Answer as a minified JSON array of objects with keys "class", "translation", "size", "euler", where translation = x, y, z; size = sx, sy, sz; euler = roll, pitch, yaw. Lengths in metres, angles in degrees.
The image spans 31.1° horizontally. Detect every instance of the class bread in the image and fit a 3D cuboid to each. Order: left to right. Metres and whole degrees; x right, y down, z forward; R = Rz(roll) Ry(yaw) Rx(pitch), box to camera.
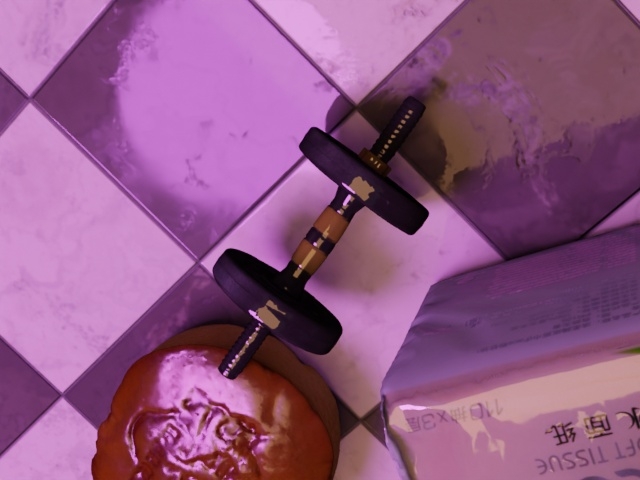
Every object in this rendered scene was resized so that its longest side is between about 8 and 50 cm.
[{"class":"bread","translation":[-0.109,0.221,1.233],"size":[0.269,0.148,0.270],"euler":[3,109,9]}]

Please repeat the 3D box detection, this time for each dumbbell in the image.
[{"class":"dumbbell","translation":[0.000,0.000,1.108],"size":[0.143,0.143,0.325],"euler":[36,97,-2]}]

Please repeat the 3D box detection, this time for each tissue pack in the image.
[{"class":"tissue pack","translation":[0.289,0.111,1.003],"size":[0.404,0.332,0.205],"euler":[-15,104,18]}]
